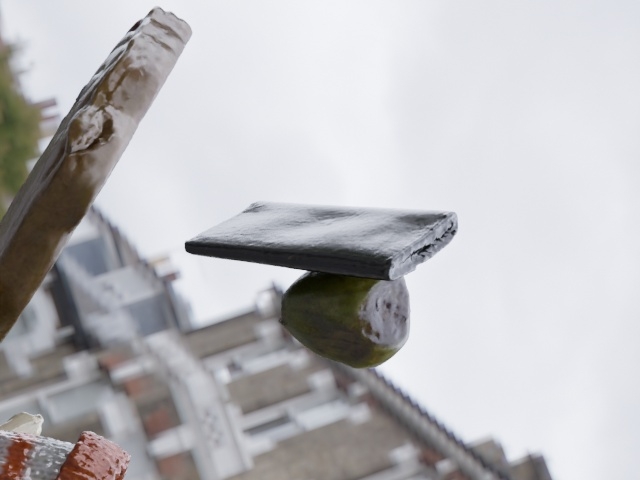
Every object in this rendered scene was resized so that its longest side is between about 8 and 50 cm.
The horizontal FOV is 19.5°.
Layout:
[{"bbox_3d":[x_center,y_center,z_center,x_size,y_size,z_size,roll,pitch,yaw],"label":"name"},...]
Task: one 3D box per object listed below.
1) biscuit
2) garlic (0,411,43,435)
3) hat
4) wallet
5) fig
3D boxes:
[{"bbox_3d":[-0.235,-0.063,1.769,0.074,0.381,0.359,30,-28,-11],"label":"biscuit"},{"bbox_3d":[-0.329,0.215,1.648,0.199,0.226,0.199,34,-41,37],"label":"garlic"},{"bbox_3d":[-0.208,0.159,1.167,0.093,0.162,0.112,99,10,-66],"label":"hat"},{"bbox_3d":[0.000,0.000,2.326,0.321,0.170,0.044,4,-64,36],"label":"wallet"},{"bbox_3d":[0.032,0.089,2.356,0.154,0.166,0.144,59,37,-78],"label":"fig"}]
